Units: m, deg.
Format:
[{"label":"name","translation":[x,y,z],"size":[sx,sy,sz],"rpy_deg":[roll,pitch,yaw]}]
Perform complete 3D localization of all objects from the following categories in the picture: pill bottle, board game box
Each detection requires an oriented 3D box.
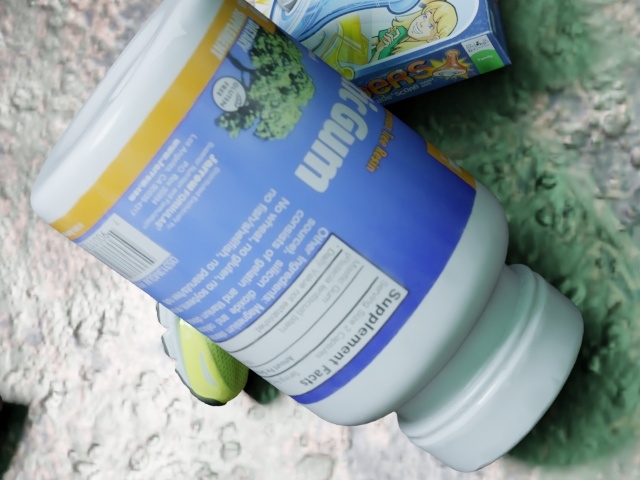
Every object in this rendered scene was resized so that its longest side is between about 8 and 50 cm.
[{"label":"pill bottle","translation":[0.000,0.000,0.902],"size":[0.272,0.152,0.152],"rpy_deg":[36,97,-14]},{"label":"board game box","translation":[0.028,-0.168,0.997],"size":[0.136,0.035,0.201],"rpy_deg":[-18,57,17]}]

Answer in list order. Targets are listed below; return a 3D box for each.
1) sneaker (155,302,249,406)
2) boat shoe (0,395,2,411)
[{"label":"sneaker","translation":[-0.032,-0.005,1.004],"size":[0.094,0.081,0.208],"rpy_deg":[8,85,20]},{"label":"boat shoe","translation":[-0.293,0.087,1.099],"size":[0.207,0.073,0.073],"rpy_deg":[23,89,15]}]
